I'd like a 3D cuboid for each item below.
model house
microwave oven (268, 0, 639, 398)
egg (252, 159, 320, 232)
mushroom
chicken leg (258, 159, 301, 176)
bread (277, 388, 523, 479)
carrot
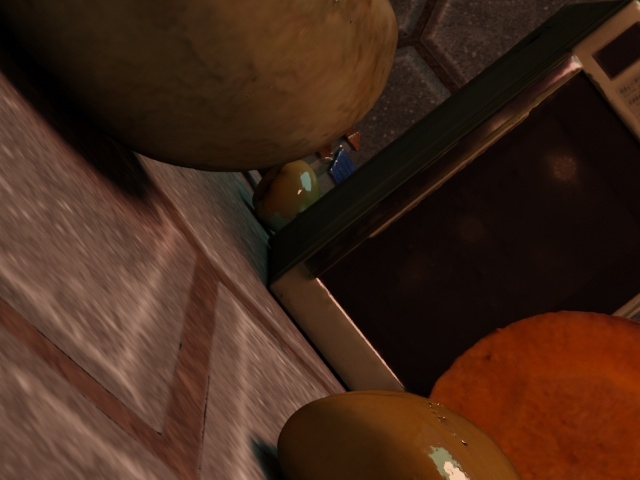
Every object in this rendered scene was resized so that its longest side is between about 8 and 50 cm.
[{"bbox_3d":[0.002,-0.103,2.130,0.119,0.148,0.148,51,6,-39],"label":"model house"},{"bbox_3d":[0.177,-0.007,1.371,0.247,0.394,0.333,51,4,-7],"label":"microwave oven"},{"bbox_3d":[-0.035,-0.048,1.618,0.071,0.083,0.071,30,-13,7],"label":"egg"},{"bbox_3d":[-0.093,-0.205,0.977,0.352,0.260,0.352,48,8,-9],"label":"mushroom"},{"bbox_3d":[-0.050,-0.100,1.835,0.113,0.093,0.304,10,28,-28],"label":"chicken leg"},{"bbox_3d":[0.063,0.148,0.798,0.147,0.098,0.217,57,6,21],"label":"bread"},{"bbox_3d":[0.198,0.169,1.085,0.100,0.258,0.307,69,-4,-45],"label":"carrot"}]
